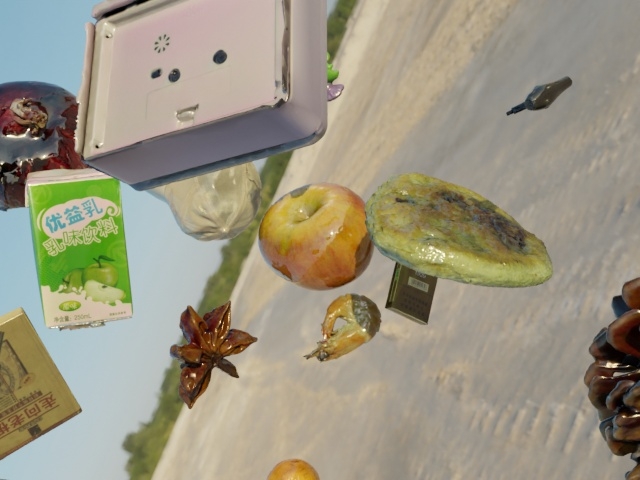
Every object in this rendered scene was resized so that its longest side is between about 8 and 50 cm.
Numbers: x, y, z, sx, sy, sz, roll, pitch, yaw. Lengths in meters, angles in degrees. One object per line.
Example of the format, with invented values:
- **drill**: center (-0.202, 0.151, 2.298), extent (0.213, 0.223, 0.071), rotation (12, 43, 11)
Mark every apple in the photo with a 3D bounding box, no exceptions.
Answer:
- **apple**: center (0.000, 0.000, 1.720), extent (0.210, 0.173, 0.235), rotation (-38, 35, -10)

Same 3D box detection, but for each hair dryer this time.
- **hair dryer**: center (0.274, -0.181, 1.187), extent (0.079, 0.031, 0.083), rotation (-31, 7, -31)

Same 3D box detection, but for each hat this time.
- **hat**: center (-0.253, -0.102, 1.814), extent (0.161, 0.275, 0.232), rotation (-68, 3, -46)

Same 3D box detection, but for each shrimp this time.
- **shrimp**: center (0.038, 0.161, 1.682), extent (0.180, 0.099, 0.041), rotation (-35, -1, -29)

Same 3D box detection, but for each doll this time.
- **doll**: center (-0.047, -0.227, 1.488), extent (0.190, 0.115, 0.050), rotation (-50, -2, 2)

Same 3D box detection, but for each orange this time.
- **orange**: center (-0.040, 0.351, 1.315), extent (0.083, 0.083, 0.070), rotation (-67, 19, -8)

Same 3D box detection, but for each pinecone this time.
- **pinecone**: center (0.576, 0.220, 1.318), extent (0.398, 0.397, 0.398), rotation (-156, 90, -86)

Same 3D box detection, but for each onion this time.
- **onion**: center (-0.615, -0.205, 1.913), extent (0.232, 0.313, 0.314), rotation (94, -164, -62)

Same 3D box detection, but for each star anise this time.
- **star anise**: center (-0.233, 0.216, 1.833), extent (0.212, 0.111, 0.196), rotation (-48, -33, -10)

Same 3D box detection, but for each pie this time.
- **pie**: center (0.213, -0.013, 1.411), extent (0.323, 0.323, 0.071), rotation (-75, 1, -67)

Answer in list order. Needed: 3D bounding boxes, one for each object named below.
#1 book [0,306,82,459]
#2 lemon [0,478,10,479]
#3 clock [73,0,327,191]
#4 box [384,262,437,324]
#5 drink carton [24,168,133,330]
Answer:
- **book**: center (-0.503, 0.234, 1.484), extent (0.026, 0.161, 0.231), rotation (40, 154, 52)
- **lemon**: center (-0.314, 0.340, 0.904), extent (0.192, 0.192, 0.231), rotation (-79, -14, -73)
- **clock**: center (-0.093, -0.131, 0.712), extent (0.073, 0.193, 0.145), rotation (33, -128, -54)
- **box**: center (0.172, 0.078, 1.694), extent (0.023, 0.090, 0.133), rotation (-12, 58, 54)
- **drink carton**: center (-0.423, 0.012, 1.619), extent (0.108, 0.161, 0.271), rotation (-140, 46, -69)
